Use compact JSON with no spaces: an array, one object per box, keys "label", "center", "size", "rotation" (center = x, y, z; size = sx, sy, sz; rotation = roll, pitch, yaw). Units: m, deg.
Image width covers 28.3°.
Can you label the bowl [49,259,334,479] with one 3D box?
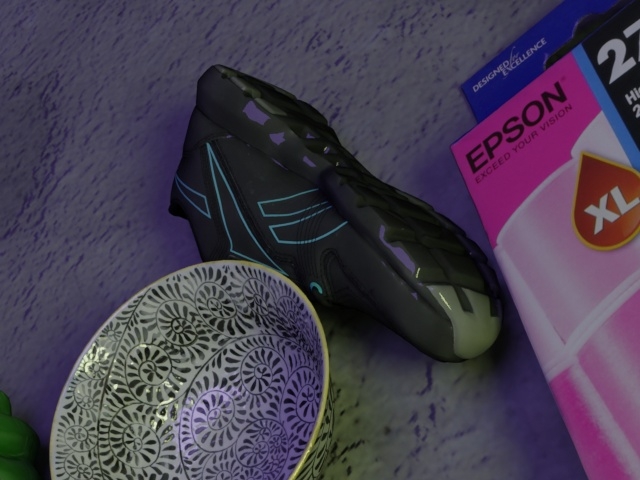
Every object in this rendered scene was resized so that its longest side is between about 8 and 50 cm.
[{"label":"bowl","center":[-0.054,0.103,0.682],"size":[0.170,0.080,0.170],"rotation":[-15,54,22]}]

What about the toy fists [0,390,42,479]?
[{"label":"toy fists","center":[-0.218,0.188,0.716],"size":[0.142,0.096,0.279],"rotation":[-34,47,6]}]

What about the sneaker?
[{"label":"sneaker","center":[0.000,0.000,0.726],"size":[0.267,0.101,0.106],"rotation":[44,108,43]}]

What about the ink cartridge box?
[{"label":"ink cartridge box","center":[0.173,-0.016,0.611],"size":[0.175,0.069,0.371],"rotation":[-39,44,24]}]
